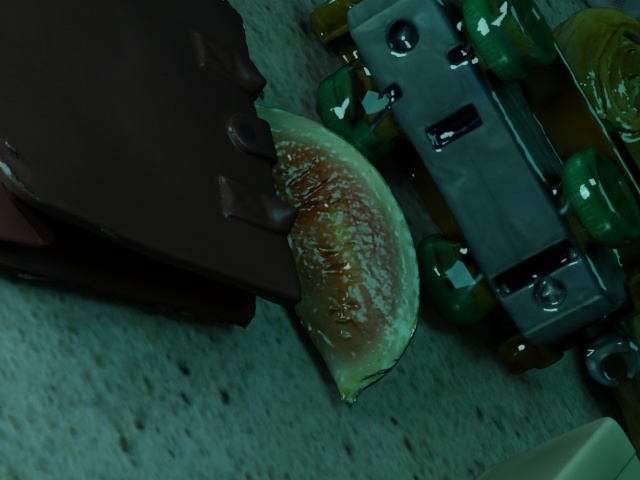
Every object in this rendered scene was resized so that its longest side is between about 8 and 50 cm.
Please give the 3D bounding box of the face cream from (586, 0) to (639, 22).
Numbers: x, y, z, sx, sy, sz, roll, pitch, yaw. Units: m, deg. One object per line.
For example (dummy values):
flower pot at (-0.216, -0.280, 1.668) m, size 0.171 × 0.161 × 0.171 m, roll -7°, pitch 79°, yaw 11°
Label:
face cream at (0.351, -0.351, 1.957) m, size 0.101 × 0.101 × 0.252 m, roll 43°, pitch 36°, yaw -23°

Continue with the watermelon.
watermelon at (0.002, -0.002, 1.284) m, size 0.119 × 0.063 × 0.245 m, roll -15°, pitch 78°, yaw -42°

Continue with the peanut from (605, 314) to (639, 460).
peanut at (0.297, 0.123, 1.532) m, size 0.108 × 0.095 × 0.226 m, roll 11°, pitch 58°, yaw -64°

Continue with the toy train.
toy train at (0.157, -0.081, 1.444) m, size 0.429 × 0.178 × 0.249 m, roll 60°, pitch 24°, yaw 0°

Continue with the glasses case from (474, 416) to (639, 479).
glasses case at (0.117, 0.224, 1.188) m, size 0.070 × 0.131 × 0.313 m, roll 59°, pitch 34°, yaw -1°

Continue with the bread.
bread at (0.298, -0.112, 1.690) m, size 0.236 × 0.120 × 0.198 m, roll 43°, pitch 38°, yaw -24°

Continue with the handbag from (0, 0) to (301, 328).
handbag at (-0.139, -0.085, 1.141) m, size 0.275 × 0.084 × 0.260 m, roll 21°, pitch 47°, yaw -44°
